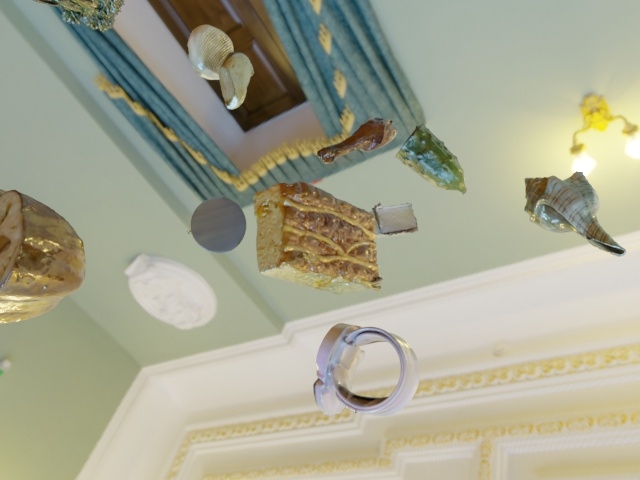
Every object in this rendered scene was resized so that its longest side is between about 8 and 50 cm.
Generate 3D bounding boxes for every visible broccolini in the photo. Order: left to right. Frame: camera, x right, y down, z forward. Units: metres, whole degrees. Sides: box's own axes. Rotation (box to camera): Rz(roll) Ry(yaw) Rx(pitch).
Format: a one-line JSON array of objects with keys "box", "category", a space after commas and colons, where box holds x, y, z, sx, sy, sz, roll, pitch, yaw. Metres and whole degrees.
[{"box": [-0.310, -0.310, 0.683, 0.091, 0.068, 0.202, -44, 160, 16], "category": "broccolini"}]

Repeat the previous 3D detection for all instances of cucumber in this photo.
[{"box": [0.346, -0.226, 1.777, 0.134, 0.244, 0.134, -49, 180, 0], "category": "cucumber"}]

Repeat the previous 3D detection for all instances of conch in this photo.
[{"box": [0.651, -0.097, 1.544, 0.170, 0.203, 0.386, -62, -152, 4], "category": "conch"}]

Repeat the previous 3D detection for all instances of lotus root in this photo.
[{"box": [-0.643, 0.021, 1.247, 0.315, 0.250, 0.317, -8, -106, 28], "category": "lotus root"}]

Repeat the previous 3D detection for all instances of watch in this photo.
[{"box": [0.116, 0.334, 1.440, 0.231, 0.196, 0.244, 16, -98, 29], "category": "watch"}]

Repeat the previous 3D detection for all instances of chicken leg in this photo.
[{"box": [0.137, -0.329, 1.881, 0.157, 0.096, 0.407, -9, -163, 37], "category": "chicken leg"}]

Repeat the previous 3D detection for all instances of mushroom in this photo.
[{"box": [-0.271, -0.515, 1.876, 0.087, 0.107, 0.333, -47, -159, 29], "category": "mushroom"}]

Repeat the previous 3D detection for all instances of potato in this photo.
[{"box": [0.170, -0.047, 1.444, 0.122, 0.086, 0.061, -8, 166, -30], "category": "potato"}]

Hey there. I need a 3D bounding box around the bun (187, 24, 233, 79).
[{"box": [-0.383, -0.637, 2.032, 0.102, 0.183, 0.183, 0, -136, 46], "category": "bun"}]

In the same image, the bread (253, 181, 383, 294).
[{"box": [0.000, 0.000, 1.169, 0.114, 0.274, 0.185, -23, -118, 38], "category": "bread"}]

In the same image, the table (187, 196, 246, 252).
[{"box": [-0.338, -0.044, 1.864, 0.167, 0.167, 0.226, -44, -167, -15], "category": "table"}]
